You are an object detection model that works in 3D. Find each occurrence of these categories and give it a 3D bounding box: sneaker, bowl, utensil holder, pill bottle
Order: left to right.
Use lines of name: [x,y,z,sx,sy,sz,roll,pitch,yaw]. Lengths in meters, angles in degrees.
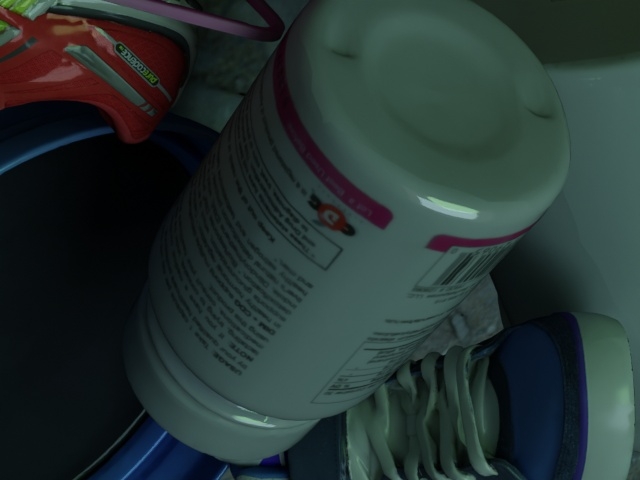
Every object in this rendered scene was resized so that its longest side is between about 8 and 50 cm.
sneaker: [-0.193,-0.110,0.860,0.279,0.107,0.118,13,103,-27]
bowl: [-0.185,0.083,1.062,0.391,0.077,0.391,-28,138,-29]
pill bottle: [0.000,0.000,0.925,0.160,0.160,0.283,-6,150,-35]
sneaker: [0.046,0.129,1.079,0.236,0.130,0.323,2,162,-11]
utensil holder: [0.235,-0.092,1.100,0.327,0.327,0.385,-36,136,-8]

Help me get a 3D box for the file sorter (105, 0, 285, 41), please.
file sorter: [-0.060,-0.270,0.813,0.202,0.182,0.291,8,118,-42]
